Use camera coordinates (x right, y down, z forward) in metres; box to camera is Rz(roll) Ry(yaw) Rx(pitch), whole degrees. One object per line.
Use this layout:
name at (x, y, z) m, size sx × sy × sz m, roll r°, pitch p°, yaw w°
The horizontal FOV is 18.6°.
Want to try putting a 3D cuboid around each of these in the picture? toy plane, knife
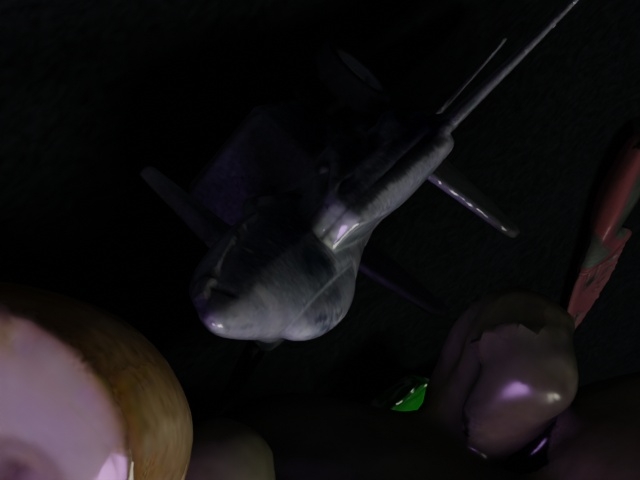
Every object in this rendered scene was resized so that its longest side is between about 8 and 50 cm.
toy plane at (-0.009, -0.008, 0.627) m, size 0.212 × 0.088 × 0.267 m, roll -49°, pitch 169°, yaw 15°
knife at (0.157, 0.000, 1.085) m, size 0.035 × 0.018 × 0.247 m, roll -39°, pitch 163°, yaw -18°

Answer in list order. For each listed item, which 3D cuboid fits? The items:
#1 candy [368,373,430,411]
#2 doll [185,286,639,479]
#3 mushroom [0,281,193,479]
candy at (0.043, 0.126, 1.040) m, size 0.141 × 0.078 × 0.203 m, roll -48°, pitch 154°, yaw 14°
doll at (0.077, 0.139, 0.753) m, size 0.378 × 0.382 × 0.252 m, roll -146°, pitch -110°, yaw -74°
mushroom at (-0.130, 0.095, 0.571) m, size 0.285 × 0.156 × 0.151 m, roll -39°, pitch 175°, yaw 26°
